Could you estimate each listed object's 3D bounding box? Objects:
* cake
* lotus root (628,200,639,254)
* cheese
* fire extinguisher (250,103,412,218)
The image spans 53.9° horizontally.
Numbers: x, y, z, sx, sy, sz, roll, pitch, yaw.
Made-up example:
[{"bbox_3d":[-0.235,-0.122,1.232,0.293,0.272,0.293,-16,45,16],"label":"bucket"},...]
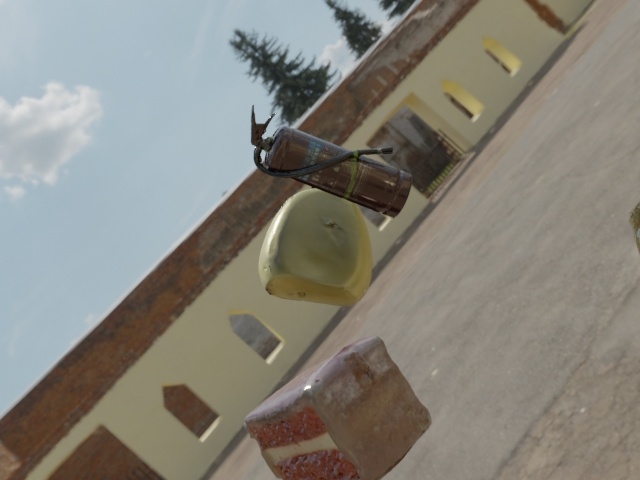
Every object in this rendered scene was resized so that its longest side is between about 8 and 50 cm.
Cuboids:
[{"bbox_3d":[0.029,0.362,1.259,0.230,0.237,0.309,-27,-8,-39],"label":"cake"},{"bbox_3d":[0.647,-0.012,1.025,0.250,0.250,0.346,-49,-6,25],"label":"lotus root"},{"bbox_3d":[0.000,0.000,1.482,0.128,0.260,0.315,113,169,-52],"label":"cheese"},{"bbox_3d":[0.012,-0.159,1.231,0.105,0.341,0.141,-152,83,-81],"label":"fire extinguisher"}]
